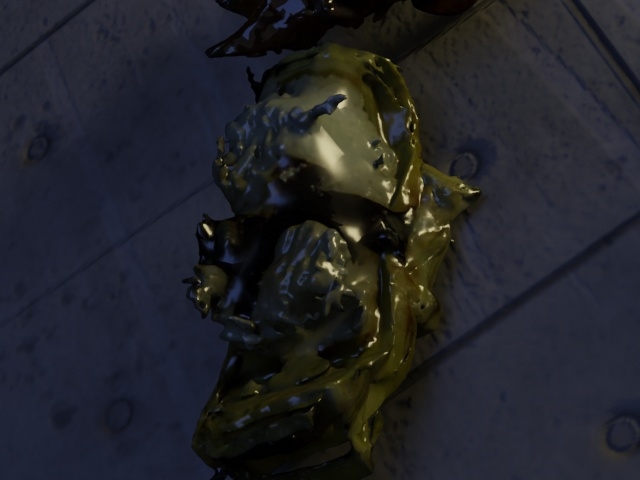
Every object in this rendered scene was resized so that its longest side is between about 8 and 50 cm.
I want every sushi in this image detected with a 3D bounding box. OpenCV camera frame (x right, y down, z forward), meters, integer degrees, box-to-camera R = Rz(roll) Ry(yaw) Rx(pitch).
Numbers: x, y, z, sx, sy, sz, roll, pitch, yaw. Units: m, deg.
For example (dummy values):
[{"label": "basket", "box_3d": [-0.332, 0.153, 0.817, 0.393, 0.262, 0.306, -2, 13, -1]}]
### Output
[{"label": "sushi", "box_3d": [0.004, 0.004, 0.961, 0.139, 0.131, 0.291, -16, 45, 30]}]

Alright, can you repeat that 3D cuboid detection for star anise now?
[{"label": "star anise", "box_3d": [0.049, -0.179, 1.072, 0.272, 0.102, 0.272, -31, 19, 12]}]
